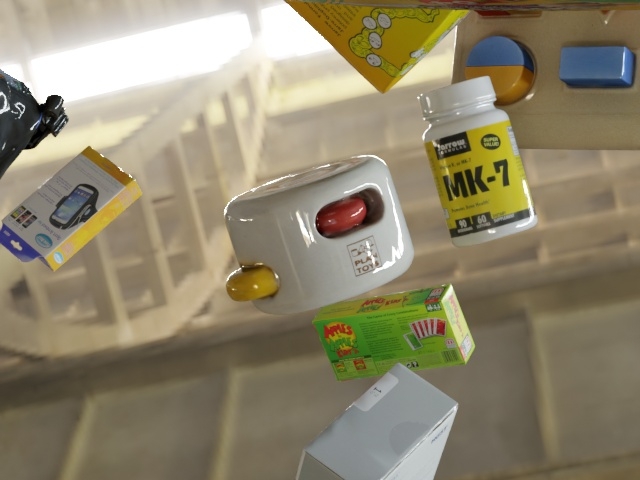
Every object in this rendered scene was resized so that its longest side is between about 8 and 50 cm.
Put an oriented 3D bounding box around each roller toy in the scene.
[{"bbox_3d":[0.000,0.000,1.743,0.191,0.146,0.209,-15,-172,20],"label":"roller toy"}]

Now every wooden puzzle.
[{"bbox_3d":[0.336,-0.307,2.256,0.322,0.348,0.080,3,178,28],"label":"wooden puzzle"}]

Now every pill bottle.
[{"bbox_3d":[0.204,-0.104,2.081,0.119,0.208,0.119,-17,-179,0],"label":"pill bottle"}]

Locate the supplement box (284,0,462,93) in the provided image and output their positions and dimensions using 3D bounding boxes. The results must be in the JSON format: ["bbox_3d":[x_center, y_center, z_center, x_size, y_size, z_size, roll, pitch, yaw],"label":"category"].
[{"bbox_3d":[0.123,-0.358,1.729,0.194,0.195,0.356,-45,179,-32],"label":"supplement box"}]

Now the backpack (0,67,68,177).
[{"bbox_3d":[-0.454,-0.119,1.698,0.276,0.213,0.263,-51,-141,-1],"label":"backpack"}]

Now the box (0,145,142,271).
[{"bbox_3d":[-0.254,-0.028,1.568,0.136,0.028,0.081,-44,-128,-14],"label":"box"}]

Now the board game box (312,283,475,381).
[{"bbox_3d":[0.090,0.116,1.952,0.181,0.092,0.043,-11,-157,29],"label":"board game box"}]

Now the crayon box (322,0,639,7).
[{"bbox_3d":[0.156,-0.254,1.375,0.363,0.106,0.313,5,-174,27],"label":"crayon box"}]

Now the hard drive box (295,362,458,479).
[{"bbox_3d":[0.048,0.280,1.760,0.089,0.232,0.181,34,-135,20],"label":"hard drive box"}]
